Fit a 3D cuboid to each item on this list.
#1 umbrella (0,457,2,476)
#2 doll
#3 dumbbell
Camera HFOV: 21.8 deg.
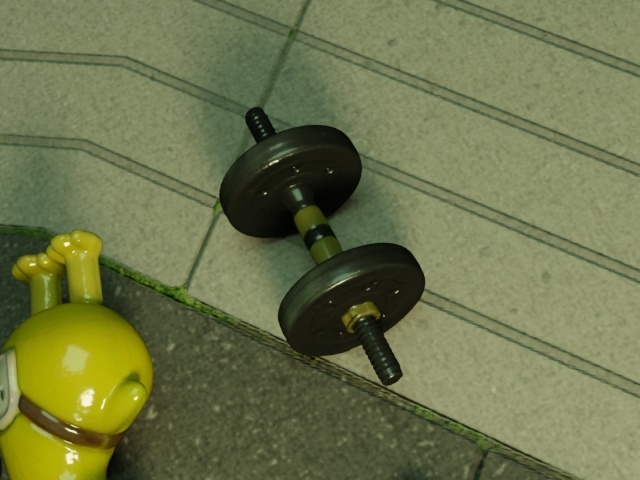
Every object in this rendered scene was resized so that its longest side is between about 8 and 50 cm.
[{"bbox_3d":[-0.291,0.351,1.435,0.113,0.106,0.358,-7,62,-6],"label":"umbrella"},{"bbox_3d":[-0.225,0.179,1.521,0.199,0.145,0.363,-28,61,39],"label":"doll"},{"bbox_3d":[0.000,0.000,1.573,0.143,0.143,0.325,-24,60,-6],"label":"dumbbell"}]
